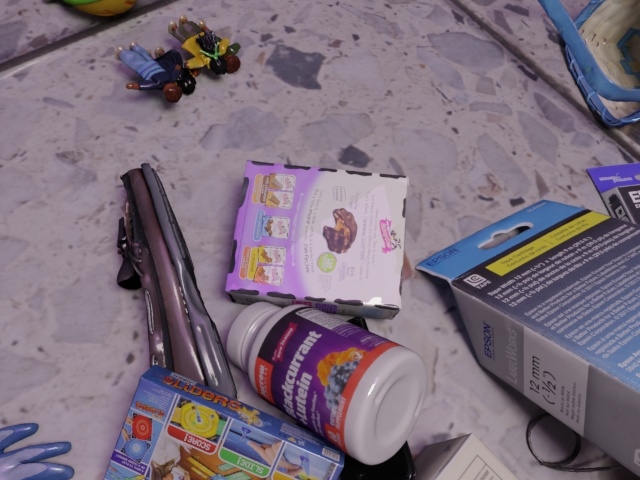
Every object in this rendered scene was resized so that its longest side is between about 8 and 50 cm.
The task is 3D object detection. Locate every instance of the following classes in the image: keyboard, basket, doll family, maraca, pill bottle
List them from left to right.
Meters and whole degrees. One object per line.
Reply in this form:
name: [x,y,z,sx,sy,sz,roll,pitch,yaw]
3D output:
maraca: [-0.340,-0.392,0.766,0.186,0.099,0.127,14,56,27]
doll family: [-0.194,-0.255,0.734,0.193,0.076,0.111,-41,80,-19]
pill bottle: [-0.003,0.127,0.510,0.194,0.108,0.108,17,55,40]
keyboard: [0.032,0.180,0.551,0.100,0.038,0.192,-25,46,10]
basket: [0.475,-0.312,0.795,0.289,0.201,0.254,-5,65,-22]

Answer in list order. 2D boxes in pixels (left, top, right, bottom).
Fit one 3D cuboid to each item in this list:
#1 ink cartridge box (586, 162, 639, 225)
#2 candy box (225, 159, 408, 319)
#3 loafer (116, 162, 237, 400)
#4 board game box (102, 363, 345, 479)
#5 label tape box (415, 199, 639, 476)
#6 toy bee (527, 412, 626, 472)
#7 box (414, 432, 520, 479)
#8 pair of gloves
ink cartridge box: [0.533,-0.042,0.758,0.207,0.045,0.208,-7,64,-12]
candy box: [0.000,0.000,0.611,0.197,0.070,0.164,6,70,2]
loafer: [-0.182,0.052,0.561,0.095,0.109,0.302,-20,72,-13]
board game box: [-0.095,0.220,0.485,0.201,0.035,0.136,23,100,2]
label tape box: [0.319,0.081,0.595,0.249,0.115,0.348,-24,28,-21]
toy bee: [0.391,0.275,0.509,0.299,0.162,0.195,10,64,-5]
box: [0.189,0.345,0.461,0.148,0.121,0.311,-38,75,-24]
pair of gloves: [-0.317,0.275,0.471,0.160,0.023,0.198,-4,63,-9]
